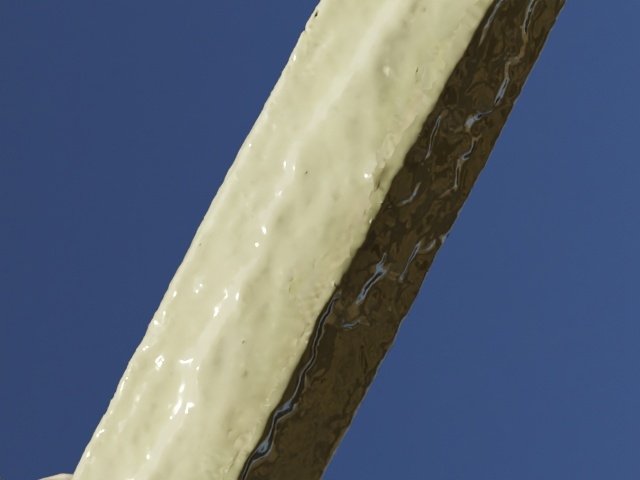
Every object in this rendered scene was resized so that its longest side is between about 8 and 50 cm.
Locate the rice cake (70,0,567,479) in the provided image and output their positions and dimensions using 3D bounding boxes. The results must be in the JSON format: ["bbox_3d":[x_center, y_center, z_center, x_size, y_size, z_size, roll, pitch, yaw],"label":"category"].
[{"bbox_3d":[0.000,0.000,0.450,0.052,0.057,0.256,27,-92,0],"label":"rice cake"}]

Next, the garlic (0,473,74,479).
[{"bbox_3d":[-0.183,0.190,1.115,0.219,0.218,0.212,3,-135,-37],"label":"garlic"}]
